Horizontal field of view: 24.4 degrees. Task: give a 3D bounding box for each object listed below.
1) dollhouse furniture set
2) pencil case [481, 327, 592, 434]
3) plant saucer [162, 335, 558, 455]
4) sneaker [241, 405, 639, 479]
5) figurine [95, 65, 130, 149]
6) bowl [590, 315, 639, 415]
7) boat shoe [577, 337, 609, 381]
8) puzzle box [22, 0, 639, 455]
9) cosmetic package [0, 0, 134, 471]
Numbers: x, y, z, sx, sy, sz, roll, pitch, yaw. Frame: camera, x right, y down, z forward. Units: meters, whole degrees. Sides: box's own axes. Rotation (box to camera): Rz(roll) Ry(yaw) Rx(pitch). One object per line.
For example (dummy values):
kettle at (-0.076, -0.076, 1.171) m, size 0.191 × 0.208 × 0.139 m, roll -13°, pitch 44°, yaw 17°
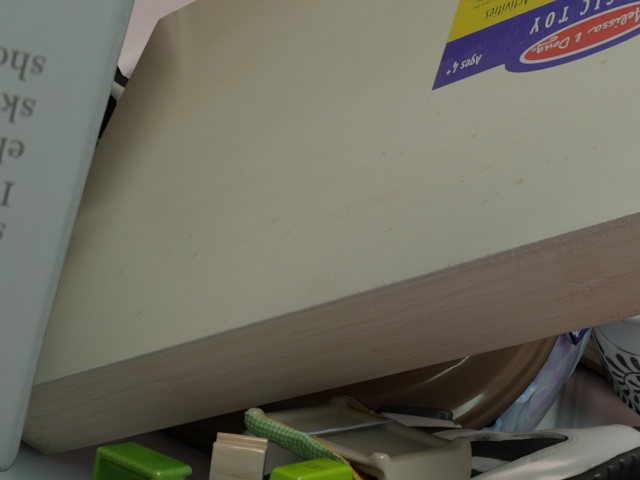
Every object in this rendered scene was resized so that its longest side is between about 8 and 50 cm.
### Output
dollhouse furniture set at (-0.015, 0.100, 0.543) m, size 0.076 × 0.059 × 0.151 m, roll 14°, pitch 10°, yaw 40°
pencil case at (0.034, 0.017, 0.898) m, size 0.273 × 0.113 × 0.124 m, roll 32°, pitch 58°, yaw 22°
plant saucer at (0.000, 0.000, 0.815) m, size 0.277 × 0.041 × 0.278 m, roll 0°, pitch 51°, yaw 0°
sneaker at (0.034, 0.121, 0.648) m, size 0.330 × 0.122 × 0.146 m, roll -7°, pitch 31°, yaw -41°
figurine at (-0.119, -0.100, 1.067) m, size 0.214 × 0.092 × 0.209 m, roll 14°, pitch 20°, yaw -20°
bowl at (0.219, 0.025, 0.890) m, size 0.080 × 0.170 × 0.170 m, roll 27°, pitch 14°, yaw -43°
boat shoe at (0.235, 0.049, 1.015) m, size 0.302 × 0.098 × 0.109 m, roll 25°, pitch 23°, yaw 10°
puzzle box at (0.039, -0.058, 0.649) m, size 0.052 × 0.409 × 0.272 m, roll 46°, pitch 46°, yaw -30°
cosmetic package at (-0.256, -0.163, 0.627) m, size 0.329 × 0.394 × 0.327 m, roll 13°, pitch 15°, yaw -20°
